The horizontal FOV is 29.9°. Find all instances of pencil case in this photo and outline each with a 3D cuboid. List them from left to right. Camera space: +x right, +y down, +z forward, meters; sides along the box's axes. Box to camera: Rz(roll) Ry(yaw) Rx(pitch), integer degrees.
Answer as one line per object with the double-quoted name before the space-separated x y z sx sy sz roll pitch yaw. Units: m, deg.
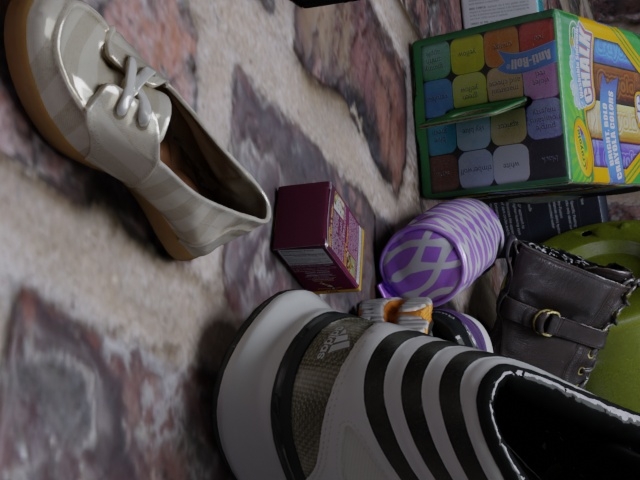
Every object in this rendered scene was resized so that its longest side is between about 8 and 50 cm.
"pencil case" 0.120 0.009 1.166 0.086 0.088 0.206 63 20 2

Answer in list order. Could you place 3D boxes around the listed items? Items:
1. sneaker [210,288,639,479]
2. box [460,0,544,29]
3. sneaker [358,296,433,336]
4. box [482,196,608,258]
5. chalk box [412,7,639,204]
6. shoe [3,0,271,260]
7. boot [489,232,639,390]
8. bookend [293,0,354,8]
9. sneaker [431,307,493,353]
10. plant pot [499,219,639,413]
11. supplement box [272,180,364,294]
"sneaker" 0.118 0.227 0.794 0.169 0.258 0.447 -55 137 -29
"box" 0.229 -0.373 1.551 0.060 0.101 0.244 -13 98 -72
"sneaker" 0.053 0.101 0.963 0.215 0.084 0.083 -23 112 -70
"box" 0.276 -0.070 1.514 0.093 0.158 0.156 -71 150 -53
"chalk box" 0.216 -0.137 1.279 0.289 0.180 0.179 1 85 -53
"shoe" -0.089 -0.060 0.631 0.219 0.058 0.076 55 35 -55
"boot" 0.269 0.133 1.241 0.229 0.263 0.091 -64 -168 11
"bookend" 0.031 -0.231 0.869 0.157 0.156 0.072 7 79 -69
"sneaker" 0.120 0.202 1.084 0.124 0.107 0.283 29 49 -75
"plant pot" 0.373 0.178 1.443 0.366 0.367 0.352 -64 140 -56
"supplement box" 0.000 0.000 0.891 0.083 0.043 0.054 54 36 -57
